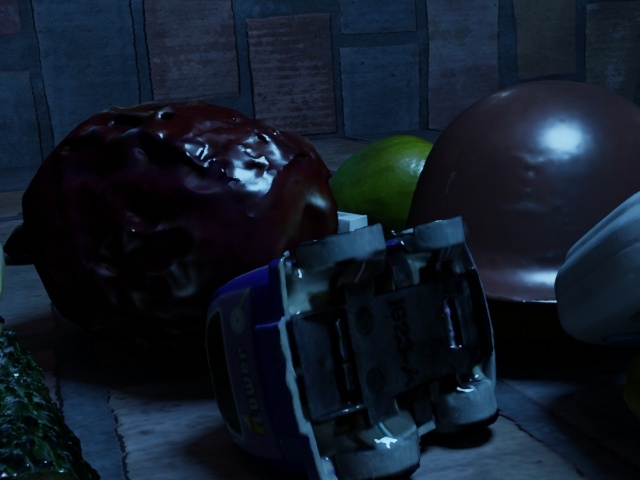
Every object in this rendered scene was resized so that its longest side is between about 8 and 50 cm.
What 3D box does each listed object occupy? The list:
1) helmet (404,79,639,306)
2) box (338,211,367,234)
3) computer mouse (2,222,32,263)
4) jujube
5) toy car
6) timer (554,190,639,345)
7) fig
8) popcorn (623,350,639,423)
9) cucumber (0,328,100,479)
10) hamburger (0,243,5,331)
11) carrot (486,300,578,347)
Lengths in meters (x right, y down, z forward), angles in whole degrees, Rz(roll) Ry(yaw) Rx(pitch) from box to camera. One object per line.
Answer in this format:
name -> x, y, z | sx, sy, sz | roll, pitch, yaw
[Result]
helmet -> 0.244, -0.057, 0.893 | 0.338, 0.230, 0.385 | 6, 1, 24
box -> 0.000, 0.000, 1.152 | 0.040, 0.083, 0.154 | -18, 19, -41
computer mouse -> -0.411, -0.020, 1.374 | 0.147, 0.077, 0.242 | 11, 19, 42
jujube -> -0.146, -0.014, 0.849 | 0.377, 0.258, 0.258 | 2, 13, 36
toy car -> 0.027, 0.079, 0.644 | 0.235, 0.172, 0.158 | -10, -1, -43
timer -> 0.316, 0.016, 0.602 | 0.262, 0.087, 0.237 | 0, -22, -7
fig -> 0.103, -0.060, 1.175 | 0.191, 0.180, 0.181 | -10, 12, 6
popcorn -> 0.271, 0.107, 0.524 | 0.126, 0.125, 0.145 | 3, 22, -13
cucumber -> -0.234, 0.131, 0.613 | 0.096, 0.096, 0.359 | -9, 15, -24
hamburger -> -0.289, 0.082, 0.423 | 0.179, 0.294, 0.276 | 24, -20, -31
carrot -> 0.166, 0.079, 0.819 | 0.186, 0.060, 0.060 | 1, 13, 7
